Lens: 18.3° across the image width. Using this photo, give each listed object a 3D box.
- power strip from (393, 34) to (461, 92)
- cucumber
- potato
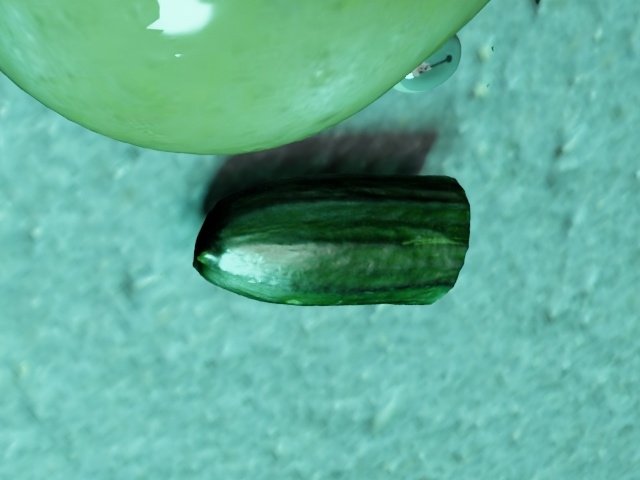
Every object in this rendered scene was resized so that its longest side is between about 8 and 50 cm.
[{"bbox_3d":[0.024,-0.091,0.667,0.055,0.035,0.083,-24,117,-21],"label":"power strip"},{"bbox_3d":[0.000,0.000,0.694,0.105,0.048,0.048,-1,119,-31],"label":"cucumber"},{"bbox_3d":[-0.029,-0.189,0.426,0.243,0.221,0.326,-11,122,-25],"label":"potato"}]
